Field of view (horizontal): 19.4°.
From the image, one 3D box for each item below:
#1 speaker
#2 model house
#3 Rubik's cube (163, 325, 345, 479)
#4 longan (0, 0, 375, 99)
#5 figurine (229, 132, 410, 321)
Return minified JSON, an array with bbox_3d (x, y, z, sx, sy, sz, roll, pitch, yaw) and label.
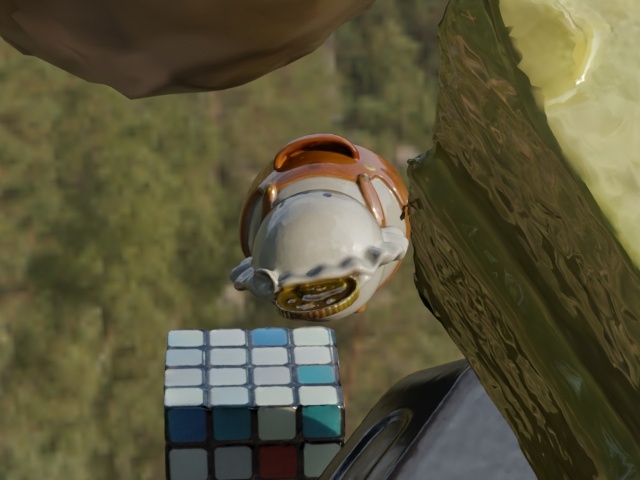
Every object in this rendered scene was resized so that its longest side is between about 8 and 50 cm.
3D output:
[{"bbox_3d":[0.032,0.195,1.278,0.180,0.184,0.388,-20,22,50],"label":"speaker"},{"bbox_3d":[0.197,0.025,0.725,0.261,0.321,0.266,-23,67,-9],"label":"model house"},{"bbox_3d":[-0.058,0.173,1.622,0.154,0.151,0.155,-2,24,-4],"label":"Rubik's cube"},{"bbox_3d":[-0.072,-0.306,1.126,0.436,0.404,0.404,-31,11,25],"label":"longan"},{"bbox_3d":[0.002,0.008,1.436,0.143,0.143,0.271,-2,33,1],"label":"figurine"}]
